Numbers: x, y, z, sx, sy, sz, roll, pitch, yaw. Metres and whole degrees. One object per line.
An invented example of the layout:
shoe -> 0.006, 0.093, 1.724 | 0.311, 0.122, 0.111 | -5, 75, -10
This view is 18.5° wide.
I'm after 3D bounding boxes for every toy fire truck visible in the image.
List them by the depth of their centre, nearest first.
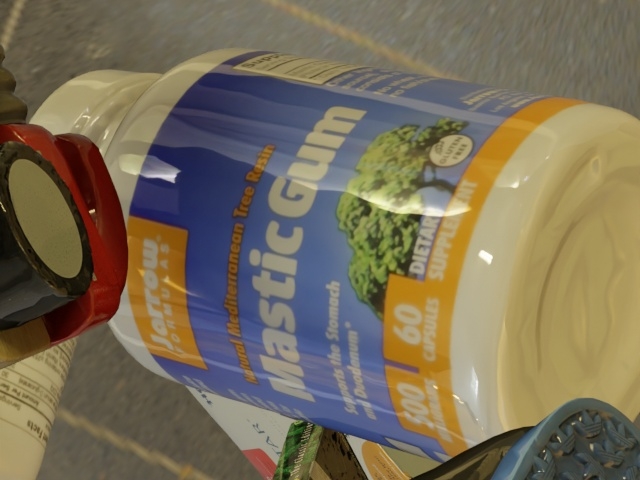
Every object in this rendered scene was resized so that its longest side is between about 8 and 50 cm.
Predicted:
toy fire truck -> -0.158, -0.052, 0.743 | 0.158, 0.246, 0.217 | -24, 89, 17

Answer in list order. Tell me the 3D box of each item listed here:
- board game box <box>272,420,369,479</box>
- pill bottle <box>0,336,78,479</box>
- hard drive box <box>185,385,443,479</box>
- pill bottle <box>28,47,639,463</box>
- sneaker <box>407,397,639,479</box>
board game box -> 0.042, 0.226, 1.004 | 0.030, 0.136, 0.259 | -22, 110, 16
pill bottle -> -0.241, 0.075, 1.249 | 0.160, 0.160, 0.283 | 12, 70, 6
hard drive box -> 0.016, 0.098, 1.231 | 0.089, 0.232, 0.181 | -43, 97, -21
pill bottle -> 0.000, 0.000, 0.827 | 0.272, 0.152, 0.152 | 12, 107, 36
sneaker -> 0.017, 0.127, 0.552 | 0.081, 0.232, 0.090 | 54, 132, 3
